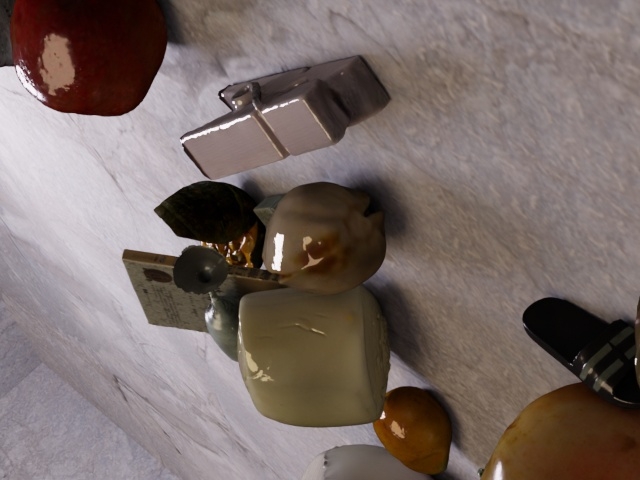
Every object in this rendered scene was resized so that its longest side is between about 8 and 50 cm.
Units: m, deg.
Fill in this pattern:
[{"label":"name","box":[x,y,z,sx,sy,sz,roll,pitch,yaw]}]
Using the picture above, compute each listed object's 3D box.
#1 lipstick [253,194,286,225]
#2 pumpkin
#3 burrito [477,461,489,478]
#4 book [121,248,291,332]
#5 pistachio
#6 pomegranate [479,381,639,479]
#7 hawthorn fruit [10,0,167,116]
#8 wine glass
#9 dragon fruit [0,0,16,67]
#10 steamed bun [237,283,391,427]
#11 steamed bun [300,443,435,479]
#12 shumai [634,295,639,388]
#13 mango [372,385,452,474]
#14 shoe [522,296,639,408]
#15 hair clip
[{"label":"lipstick","box":[-0.043,-0.040,1.688,0.030,0.030,0.129,53,159,-15]},{"label":"pumpkin","box":[-0.132,-0.021,1.791,0.119,0.107,0.183,35,173,37]},{"label":"burrito","box":[0.263,0.339,1.757,0.118,0.044,0.074,46,163,-5]},{"label":"book","box":[-0.108,0.089,1.827,0.311,0.021,0.217,9,153,8]},{"label":"pistachio","box":[0.000,0.000,1.519,0.144,0.144,0.215,49,167,-6]},{"label":"pomegranate","box":[0.292,0.274,1.319,0.270,0.229,0.252,32,157,21]},{"label":"hawthorn fruit","box":[-0.272,-0.259,1.564,0.189,0.189,0.251,40,140,18]},{"label":"wine glass","box":[-0.129,0.094,1.754,0.074,0.074,0.262,37,165,25]},{"label":"dragon fruit","box":[-0.555,-0.353,1.904,0.283,0.204,0.221,3,105,28]},{"label":"steamed bun","box":[-0.009,0.160,1.713,0.200,0.154,0.250,-5,149,9]},{"label":"steamed bun","box":[0.096,0.471,2.026,0.309,0.309,0.309,40,159,19]},{"label":"shumai","box":[0.333,0.206,1.031,0.346,0.283,0.217,49,158,-11]},{"label":"mango","box":[0.128,0.263,1.834,0.115,0.089,0.165,28,157,21]},{"label":"shoe","box":[0.267,0.099,1.277,0.179,0.071,0.049,36,154,39]},{"label":"hair clip","box":[-0.051,-0.135,1.434,0.085,0.101,0.331,57,157,-13]}]
